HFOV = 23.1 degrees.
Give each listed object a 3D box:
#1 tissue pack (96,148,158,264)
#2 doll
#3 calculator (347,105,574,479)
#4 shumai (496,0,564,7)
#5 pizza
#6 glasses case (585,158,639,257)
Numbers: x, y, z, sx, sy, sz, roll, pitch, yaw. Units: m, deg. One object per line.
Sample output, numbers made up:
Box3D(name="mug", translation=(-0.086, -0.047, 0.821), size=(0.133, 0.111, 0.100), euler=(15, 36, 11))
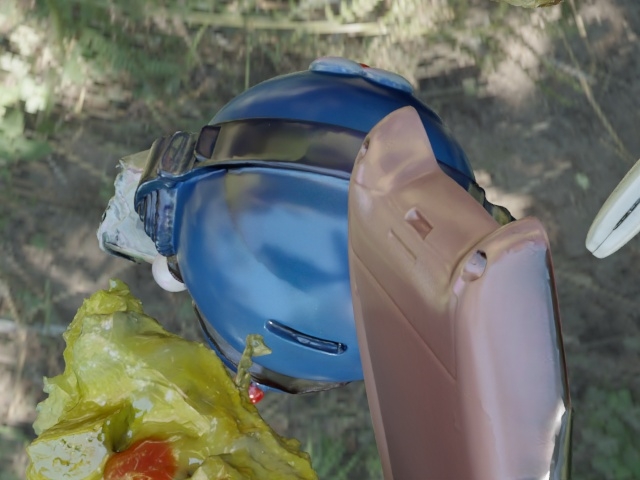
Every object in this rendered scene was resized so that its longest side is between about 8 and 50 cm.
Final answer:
Box3D(name="tissue pack", translation=(-0.062, -0.036, 1.523), size=(0.215, 0.256, 0.123), euler=(17, 109, 20))
Box3D(name="doll", translation=(0.000, 0.000, 1.171), size=(0.284, 0.240, 0.310), euler=(17, 153, -6))
Box3D(name="calculator", translation=(0.069, 0.115, 0.754), size=(0.048, 0.220, 0.330), euler=(-15, 116, -13))
Box3D(name="shumai", translation=(0.190, -0.265, 1.423), size=(0.123, 0.105, 0.139), euler=(-42, 137, 15))
Box3D(name="pizza", translation=(-0.105, 0.128, 0.830), size=(0.280, 0.288, 0.075), euler=(-21, 140, -2))
Box3D(name="glasses case", translation=(0.407, -0.068, 1.938), size=(0.059, 0.092, 0.233), euler=(37, 129, 4))
